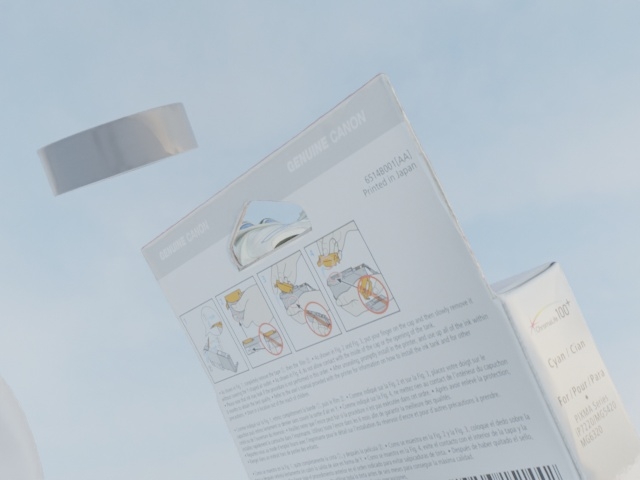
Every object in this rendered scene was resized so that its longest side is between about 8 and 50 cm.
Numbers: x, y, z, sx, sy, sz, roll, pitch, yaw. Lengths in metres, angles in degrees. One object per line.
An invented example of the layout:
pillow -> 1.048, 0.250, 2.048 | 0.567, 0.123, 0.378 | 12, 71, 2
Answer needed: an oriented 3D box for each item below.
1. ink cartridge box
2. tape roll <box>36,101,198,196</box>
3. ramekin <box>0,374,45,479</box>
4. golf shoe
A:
ink cartridge box -> 0.024, 0.070, 0.549 | 0.066, 0.261, 0.296 | -22, -4, -40
tape roll -> -0.291, -0.132, 1.251 | 0.219, 0.219, 0.072 | -16, -81, 23
ramekin -> -0.216, 0.179, 0.338 | 0.135, 0.277, 0.277 | -2, -36, 3
golf shoe -> 0.000, 0.000, 0.870 | 0.176, 0.086, 0.069 | -22, -64, -25
